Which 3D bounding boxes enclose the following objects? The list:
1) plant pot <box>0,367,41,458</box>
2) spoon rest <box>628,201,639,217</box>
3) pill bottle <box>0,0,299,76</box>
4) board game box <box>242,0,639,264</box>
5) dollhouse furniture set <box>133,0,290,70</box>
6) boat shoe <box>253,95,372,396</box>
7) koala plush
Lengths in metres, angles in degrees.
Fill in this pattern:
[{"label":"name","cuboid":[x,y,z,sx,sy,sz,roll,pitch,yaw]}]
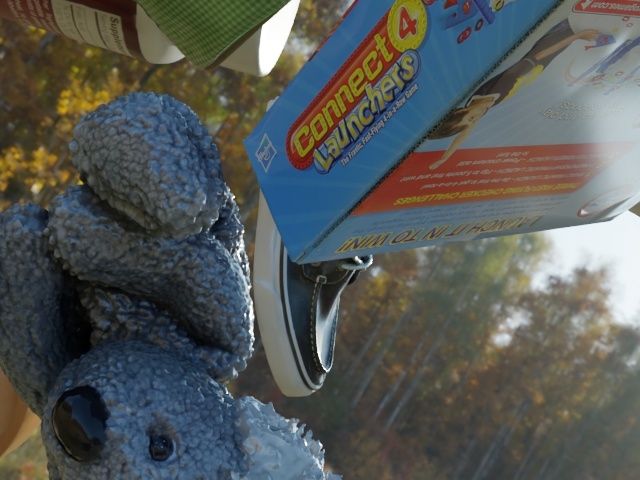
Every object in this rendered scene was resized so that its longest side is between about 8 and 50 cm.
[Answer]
[{"label":"plant pot","cuboid":[-0.431,0.129,0.959,0.290,0.291,0.203,31,16,2]},{"label":"spoon rest","cuboid":[0.350,-0.069,1.039,0.276,0.137,0.084,2,11,-16]},{"label":"pill bottle","cuboid":[-0.217,-0.309,0.992,0.392,0.224,0.224,17,-12,4]},{"label":"board game box","cuboid":[0.161,-0.111,0.549,0.308,0.086,0.302,-6,-26,-40]},{"label":"dollhouse furniture set","cuboid":[-0.103,-0.242,0.743,0.197,0.151,0.301,47,-46,-12]},{"label":"boat shoe","cuboid":[0.000,0.000,1.065,0.119,0.335,0.121,-3,-5,17]},{"label":"koala plush","cuboid":[-0.094,0.080,0.513,0.221,0.196,0.203,67,6,26]}]
